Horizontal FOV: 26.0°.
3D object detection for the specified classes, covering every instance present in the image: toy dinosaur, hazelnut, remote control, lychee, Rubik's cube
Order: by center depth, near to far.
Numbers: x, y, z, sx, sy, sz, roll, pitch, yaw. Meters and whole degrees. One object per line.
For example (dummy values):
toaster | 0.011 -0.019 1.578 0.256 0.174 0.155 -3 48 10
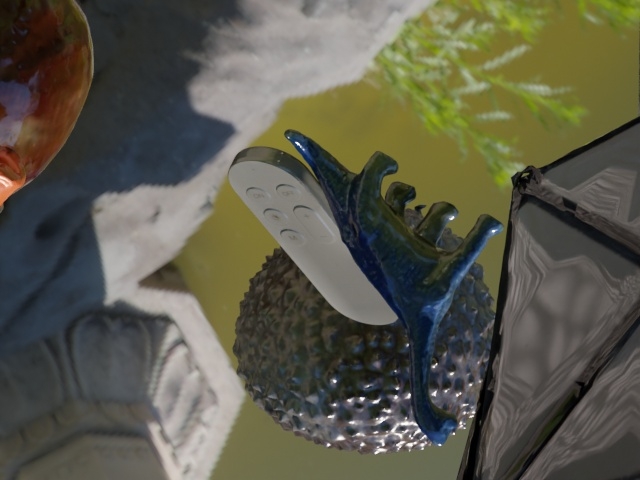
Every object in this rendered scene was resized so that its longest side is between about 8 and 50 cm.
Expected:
Rubik's cube | 0.298 0.097 0.834 0.305 0.307 0.310 37 138 -27
toy dinosaur | 0.042 0.029 1.144 0.247 0.075 0.188 32 75 -10
remote control | 0.000 0.000 1.244 0.245 0.077 0.022 52 50 -39
lychee | 0.047 0.101 1.527 0.300 0.300 0.300 -16 128 -21
hazelnut | -0.487 -0.242 1.755 0.352 0.421 0.421 -15 134 14

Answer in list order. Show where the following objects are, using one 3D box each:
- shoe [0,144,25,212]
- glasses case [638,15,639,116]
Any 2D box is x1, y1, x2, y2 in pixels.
shoe | -0.300 -0.128 0.846 0.171 0.132 0.336 -35 106 5
glasses case | 0.292 -0.091 1.039 0.095 0.062 0.272 -33 149 -6
